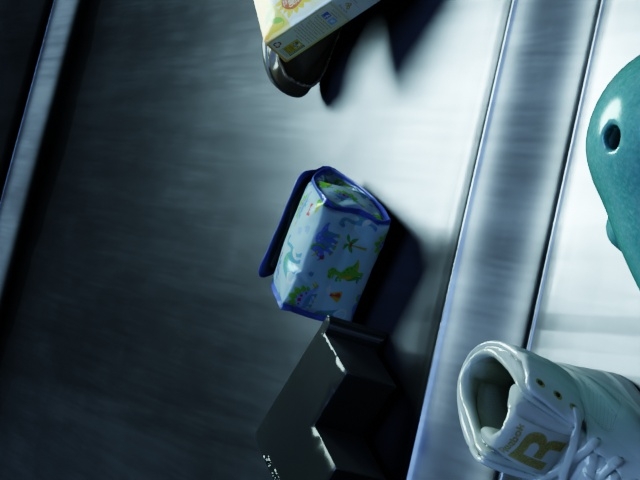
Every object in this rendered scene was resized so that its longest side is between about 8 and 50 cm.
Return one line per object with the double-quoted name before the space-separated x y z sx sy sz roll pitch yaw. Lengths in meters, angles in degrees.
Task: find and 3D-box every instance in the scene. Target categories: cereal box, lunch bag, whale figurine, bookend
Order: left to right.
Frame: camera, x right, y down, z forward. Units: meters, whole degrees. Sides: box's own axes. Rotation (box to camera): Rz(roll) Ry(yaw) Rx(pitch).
"lunch bag" 0.000 0.000 1.653 0.151 0.096 0.129 -115 46 -69
"bookend" 0.022 0.183 1.529 0.157 0.072 0.156 -60 33 19
"cereal box" 0.031 -0.322 1.731 0.240 0.047 0.173 -30 48 21
"whale figurine" 0.263 -0.016 1.157 0.216 0.141 0.272 -6 77 62

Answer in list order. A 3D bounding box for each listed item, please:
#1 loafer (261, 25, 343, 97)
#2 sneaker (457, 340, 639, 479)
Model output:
"loafer" -0.003 -0.270 1.806 0.078 0.080 0.220 4 78 60
"sneaker" 0.196 0.180 1.144 0.108 0.169 0.292 -60 33 17
